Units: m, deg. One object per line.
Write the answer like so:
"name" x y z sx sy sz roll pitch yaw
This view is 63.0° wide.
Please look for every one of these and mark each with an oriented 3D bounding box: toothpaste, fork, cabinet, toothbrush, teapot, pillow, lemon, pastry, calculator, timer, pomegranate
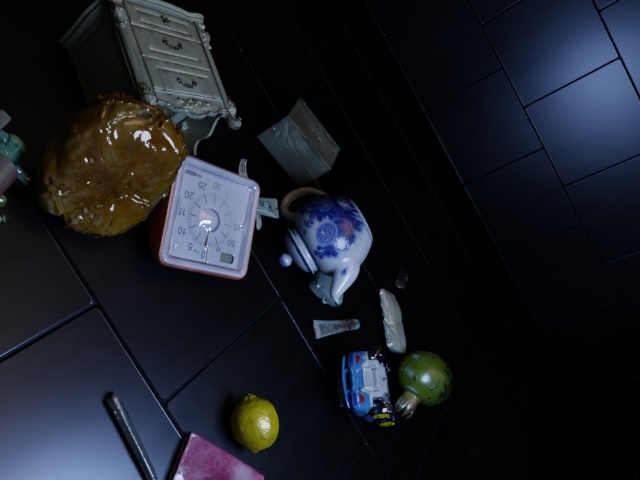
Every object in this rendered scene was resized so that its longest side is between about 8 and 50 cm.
"toothpaste" -0.206 -0.104 1.501 0.218 0.041 0.064 7 68 -44
"fork" -0.209 -0.136 1.557 0.034 0.028 0.220 1 72 -62
"toothpaste" 0.048 0.269 1.629 0.205 0.036 0.056 3 68 -49
"cabinet" -0.401 -0.382 1.267 0.289 0.227 0.318 -10 77 -56
"toothbrush" -0.336 0.424 1.003 0.298 0.030 0.030 63 7 1
"teapot" 0.000 0.000 1.557 0.424 0.279 0.252 60 -3 33
"pillow" 0.258 0.291 1.884 0.128 0.050 0.229 28 48 -52
"lemon" -0.150 0.414 1.192 0.109 0.109 0.133 1 75 -54
"pastry" -0.422 -0.157 1.062 0.255 0.311 0.162 37 12 -47
"calculator" 0.027 0.102 1.696 0.141 0.045 0.246 40 41 -32
"timer" -0.287 -0.039 1.267 0.257 0.161 0.250 18 63 -48
"pomegranate" 0.337 0.487 1.767 0.202 0.202 0.248 49 67 -21

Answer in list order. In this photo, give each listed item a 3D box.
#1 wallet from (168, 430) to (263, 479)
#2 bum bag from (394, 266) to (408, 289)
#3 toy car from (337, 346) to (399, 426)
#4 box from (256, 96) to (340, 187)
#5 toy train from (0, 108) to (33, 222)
"wallet" -0.215 0.512 1.114 0.232 0.025 0.119 45 37 -28
"bum bag" 0.323 0.154 2.078 0.058 0.034 0.124 48 35 -8
"toy car" 0.133 0.436 1.530 0.314 0.165 0.199 64 20 -62
"box" -0.067 -0.328 1.754 0.231 0.155 0.149 50 36 -22
"toy train" -0.624 -0.125 0.883 0.222 0.150 0.305 53 32 -34
